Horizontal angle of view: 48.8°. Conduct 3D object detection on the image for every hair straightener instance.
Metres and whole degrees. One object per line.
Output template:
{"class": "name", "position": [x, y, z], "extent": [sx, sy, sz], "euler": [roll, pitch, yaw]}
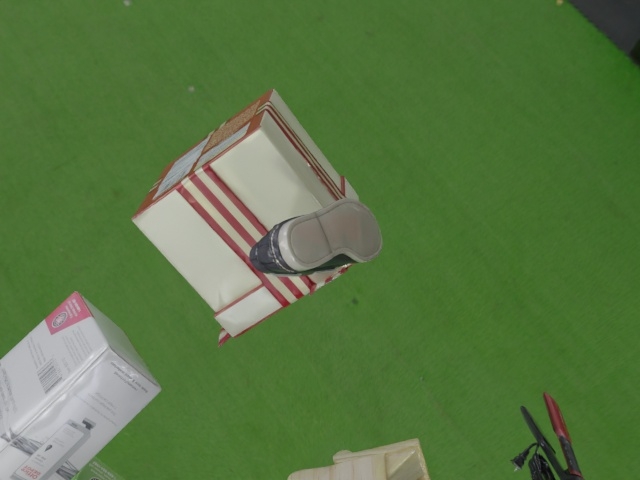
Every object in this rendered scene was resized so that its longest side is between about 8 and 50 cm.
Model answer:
{"class": "hair straightener", "position": [0.308, 0.304, 0.962], "extent": [0.089, 0.230, 0.047], "euler": [-35, 111, 17]}

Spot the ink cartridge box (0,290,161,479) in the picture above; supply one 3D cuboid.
{"class": "ink cartridge box", "position": [-0.393, 0.236, 0.999], "extent": [0.283, 0.117, 0.207], "euler": [-45, 35, -10]}

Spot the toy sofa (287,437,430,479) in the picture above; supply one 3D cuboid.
{"class": "toy sofa", "position": [0.060, 0.393, 0.772], "extent": [0.177, 0.362, 0.150], "euler": [-16, 108, 6]}

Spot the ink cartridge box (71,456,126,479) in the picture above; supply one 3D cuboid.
{"class": "ink cartridge box", "position": [-0.381, 0.537, 1.082], "extent": [0.119, 0.207, 0.353], "euler": [-34, 22, 23]}

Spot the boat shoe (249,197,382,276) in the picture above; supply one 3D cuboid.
{"class": "boat shoe", "position": [0.000, 0.000, 0.775], "extent": [0.065, 0.206, 0.075], "euler": [-19, 86, 32]}

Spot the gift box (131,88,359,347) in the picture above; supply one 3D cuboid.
{"class": "gift box", "position": [-0.092, -0.020, 1.004], "extent": [0.255, 0.276, 0.258], "euler": [-32, 112, 20]}
